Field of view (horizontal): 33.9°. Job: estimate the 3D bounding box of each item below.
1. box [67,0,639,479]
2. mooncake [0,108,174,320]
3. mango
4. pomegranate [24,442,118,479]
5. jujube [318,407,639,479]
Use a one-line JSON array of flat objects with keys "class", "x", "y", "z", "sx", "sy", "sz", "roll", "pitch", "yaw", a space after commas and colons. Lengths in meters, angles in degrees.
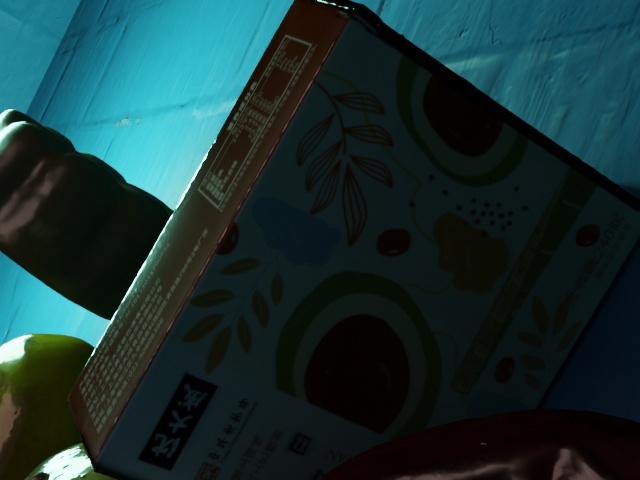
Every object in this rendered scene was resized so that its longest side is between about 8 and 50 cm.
[{"class": "box", "x": 0.040, "y": 0.053, "z": 0.869, "sx": 0.385, "sy": 0.344, "sz": 0.122, "roll": -60, "pitch": 29, "yaw": 4}, {"class": "mooncake", "x": -0.399, "y": -0.048, "z": 1.686, "sx": 0.201, "sy": 0.378, "sz": 0.378, "roll": -52, "pitch": 28, "yaw": -3}, {"class": "mango", "x": -0.444, "y": 0.354, "z": 1.548, "sx": 0.300, "sy": 0.232, "sz": 0.445, "roll": 3, "pitch": 75, "yaw": 55}, {"class": "pomegranate", "x": -0.241, "y": 0.369, "z": 1.127, "sx": 0.322, "sy": 0.322, "sz": 0.322, "roll": -40, "pitch": 35, "yaw": 36}, {"class": "jujube", "x": 0.097, "y": 0.263, "z": 0.695, "sx": 0.377, "sy": 0.276, "sz": 0.276, "roll": -22, "pitch": 45, "yaw": 28}]
